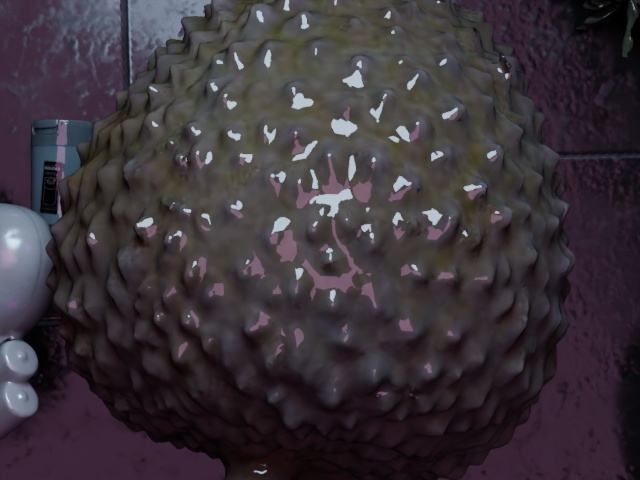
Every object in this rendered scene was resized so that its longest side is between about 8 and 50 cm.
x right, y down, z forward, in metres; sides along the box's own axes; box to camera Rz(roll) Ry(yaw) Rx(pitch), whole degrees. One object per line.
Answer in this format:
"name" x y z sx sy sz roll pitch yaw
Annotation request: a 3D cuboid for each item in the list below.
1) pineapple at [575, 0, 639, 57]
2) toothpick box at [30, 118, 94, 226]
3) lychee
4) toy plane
"pineapple" 0.253 -0.225 1.281 0.130 0.119 0.277 -44 93 1
"toothpick box" -0.206 -0.053 1.267 0.052 0.052 0.083 1 89 -5
"lychee" 0.000 0.000 1.131 0.380 0.380 0.432 13 65 -4
"toy plane" -0.291 0.054 1.189 0.252 0.118 0.252 -5 82 37
